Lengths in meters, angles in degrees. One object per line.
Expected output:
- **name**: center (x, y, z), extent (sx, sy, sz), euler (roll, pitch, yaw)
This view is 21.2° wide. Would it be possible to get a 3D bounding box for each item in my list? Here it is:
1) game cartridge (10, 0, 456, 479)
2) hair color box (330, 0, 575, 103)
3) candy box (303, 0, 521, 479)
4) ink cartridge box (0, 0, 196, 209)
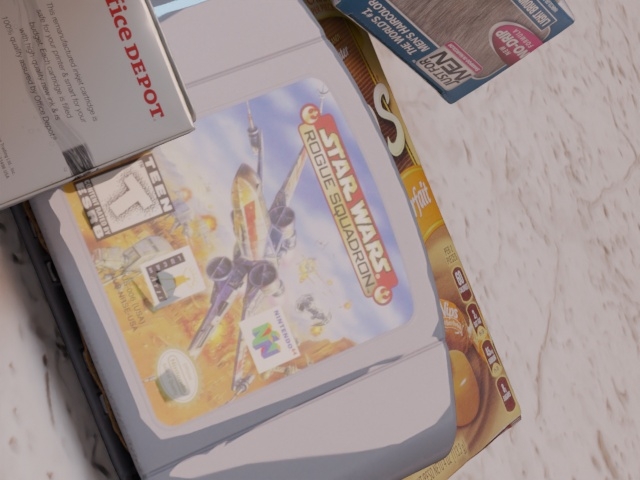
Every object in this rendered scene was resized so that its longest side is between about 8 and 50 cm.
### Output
- **game cartridge**: center (-0.047, 0.005, 0.895), extent (0.198, 0.062, 0.297), euler (-23, 92, -20)
- **hair color box**: center (0.025, -0.275, 1.117), extent (0.174, 0.105, 0.347), euler (30, 32, -56)
- **candy box**: center (0.000, 0.000, 1.035), extent (0.183, 0.088, 0.316), euler (-27, 96, -60)
- **ink cartridge box**: center (-0.140, -0.071, 0.804), extent (0.056, 0.135, 0.099), euler (173, -105, -78)
